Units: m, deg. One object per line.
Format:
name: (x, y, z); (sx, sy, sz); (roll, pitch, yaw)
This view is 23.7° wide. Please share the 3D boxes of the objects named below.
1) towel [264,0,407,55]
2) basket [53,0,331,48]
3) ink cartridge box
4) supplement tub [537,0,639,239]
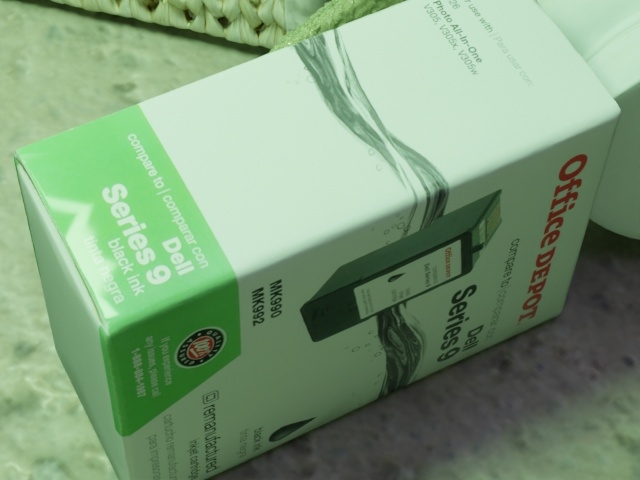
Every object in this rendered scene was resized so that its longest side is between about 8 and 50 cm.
towel: (0.025, -0.108, 0.970); (0.148, 0.110, 0.027); (-42, 37, -24)
basket: (-0.082, -0.350, 0.985); (0.266, 0.331, 0.328); (10, 57, 7)
ink cartridge box: (0.000, 0.000, 0.831); (0.289, 0.211, 0.121); (-23, 61, -16)
supplement tub: (0.225, -0.185, 0.945); (0.235, 0.235, 0.325); (-2, 58, -3)
